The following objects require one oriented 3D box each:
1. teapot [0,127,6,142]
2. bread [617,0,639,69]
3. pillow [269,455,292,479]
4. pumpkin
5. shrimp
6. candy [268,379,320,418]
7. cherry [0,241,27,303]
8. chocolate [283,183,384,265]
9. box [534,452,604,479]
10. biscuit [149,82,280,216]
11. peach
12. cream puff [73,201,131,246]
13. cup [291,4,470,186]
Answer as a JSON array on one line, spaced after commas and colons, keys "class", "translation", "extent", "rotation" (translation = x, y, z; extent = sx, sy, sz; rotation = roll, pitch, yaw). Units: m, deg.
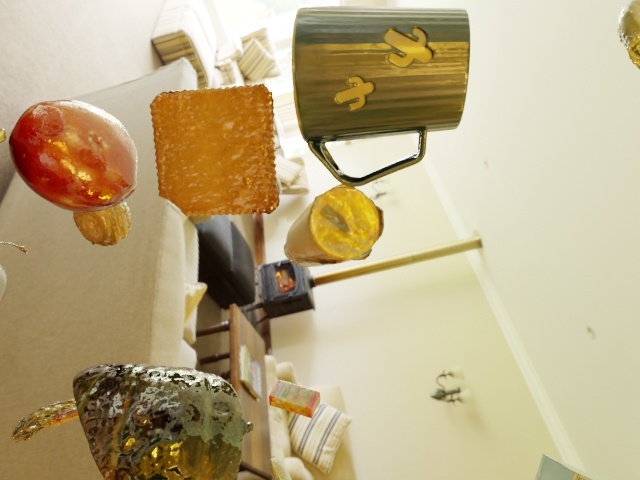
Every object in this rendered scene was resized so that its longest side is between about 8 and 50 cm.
[{"class": "teapot", "translation": [-0.654, -0.055, 0.706], "extent": [0.149, 0.219, 0.319], "rotation": [29, 37, -53]}, {"class": "bread", "translation": [0.563, -0.262, 0.611], "extent": [0.286, 0.207, 0.056], "rotation": [44, -28, 3]}, {"class": "pillow", "translation": [-0.093, 0.762, 1.259], "extent": [0.230, 0.050, 0.148], "rotation": [58, -18, 22]}, {"class": "pumpkin", "translation": [-0.212, 0.213, 0.552], "extent": [0.278, 0.163, 0.111], "rotation": [43, -15, 38]}, {"class": "shrimp", "translation": [-0.544, 0.378, 0.923], "extent": [0.236, 0.132, 0.053], "rotation": [-2, 84, -58]}, {"class": "candy", "translation": [-0.066, 0.407, 1.076], "extent": [0.062, 0.121, 0.038], "rotation": [-51, 146, -55]}, {"class": "cherry", "translation": [-0.600, 0.089, 0.738], "extent": [0.148, 0.115, 0.188], "rotation": [51, -1, 9]}, {"class": "chocolate", "translation": [0.000, 0.000, 1.035], "extent": [0.445, 0.161, 0.162], "rotation": [148, -70, -71]}, {"class": "box", "translation": [0.395, 0.484, 0.655], "extent": [0.086, 0.129, 0.225], "rotation": [132, -17, -81]}, {"class": "biscuit", "translation": [-0.194, -0.160, 0.761], "extent": [0.013, 0.236, 0.232], "rotation": [-38, 125, -78]}, {"class": "peach", "translation": [-0.491, -0.171, 0.858], "extent": [0.243, 0.199, 0.244], "rotation": [33, 41, -34]}, {"class": "cream puff", "translation": [-0.644, -0.068, 1.257], "extent": [0.129, 0.188, 0.189], "rotation": [-44, 126, -48]}, {"class": "cup", "translation": [0.060, -0.144, 0.420], "extent": [0.131, 0.155, 0.177], "rotation": [-65, 153, -68]}]
